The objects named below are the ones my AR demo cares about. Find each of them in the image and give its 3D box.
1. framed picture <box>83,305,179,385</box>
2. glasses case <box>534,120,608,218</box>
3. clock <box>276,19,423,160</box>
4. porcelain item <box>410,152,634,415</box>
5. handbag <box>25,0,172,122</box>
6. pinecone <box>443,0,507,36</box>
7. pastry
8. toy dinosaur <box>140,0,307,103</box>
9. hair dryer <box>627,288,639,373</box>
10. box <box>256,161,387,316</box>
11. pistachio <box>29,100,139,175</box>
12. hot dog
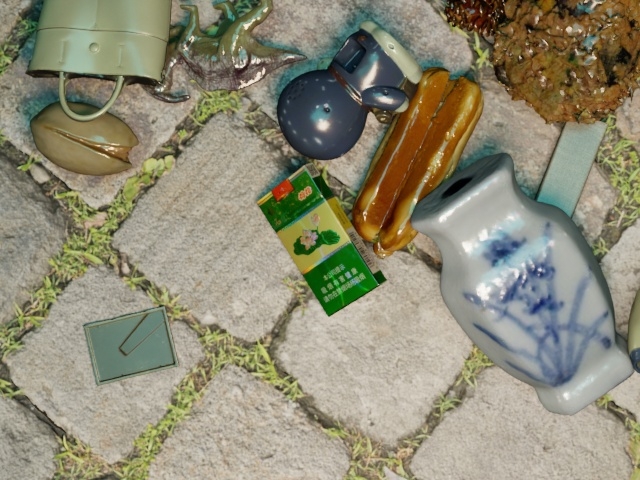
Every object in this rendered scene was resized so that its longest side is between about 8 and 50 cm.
[{"bbox_3d":[-0.327,0.182,1.904,0.149,0.011,0.109,-13,88,3],"label":"framed picture"},{"bbox_3d":[0.413,-0.111,1.851,0.071,0.047,0.205,21,89,6],"label":"glasses case"},{"bbox_3d":[0.036,-0.243,1.826,0.243,0.146,0.199,-44,46,4],"label":"clock"},{"bbox_3d":[0.327,0.075,1.754,0.242,0.178,0.405,-36,101,2],"label":"porcelain item"},{"bbox_3d":[-0.368,-0.344,1.860,0.241,0.109,0.315,5,82,8],"label":"handbag"},{"bbox_3d":[0.265,-0.388,1.851,0.109,0.102,0.102,-9,87,34],"label":"pinecone"},{"bbox_3d":[0.394,-0.309,1.750,0.275,0.193,0.275,13,122,21],"label":"pastry"},{"bbox_3d":[-0.178,-0.331,1.885,0.294,0.077,0.162,-10,92,17],"label":"toy dinosaur"},{"bbox_3d":[0.617,0.104,1.801,0.298,0.119,0.296,21,68,-34],"label":"hair dryer"},{"bbox_3d":[0.000,0.000,1.847,0.132,0.034,0.235,-34,86,38],"label":"box"},{"bbox_3d":[-0.400,-0.172,1.864,0.185,0.124,0.124,15,89,9],"label":"pistachio"},{"bbox_3d":[0.158,-0.126,1.844,0.135,0.100,0.337,25,89,12],"label":"hot dog"}]
